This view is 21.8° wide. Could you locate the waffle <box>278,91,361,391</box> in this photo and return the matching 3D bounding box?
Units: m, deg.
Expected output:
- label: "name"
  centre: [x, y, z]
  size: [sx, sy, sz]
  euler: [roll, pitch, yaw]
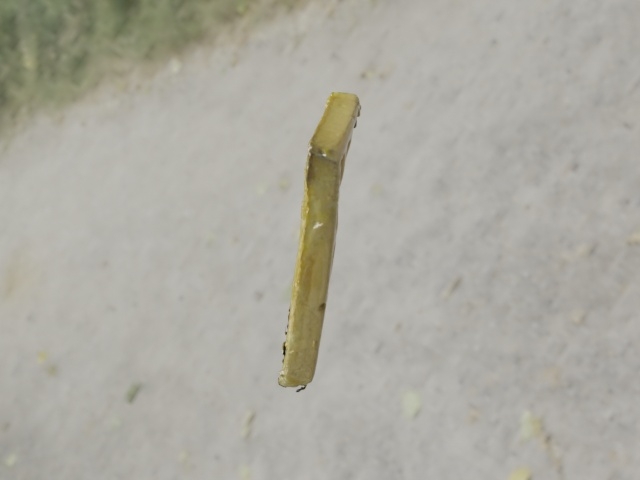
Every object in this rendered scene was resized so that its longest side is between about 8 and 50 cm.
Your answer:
- label: "waffle"
  centre: [0.000, 0.000, 0.951]
  size: [0.097, 0.023, 0.152]
  euler: [-68, -14, -66]
